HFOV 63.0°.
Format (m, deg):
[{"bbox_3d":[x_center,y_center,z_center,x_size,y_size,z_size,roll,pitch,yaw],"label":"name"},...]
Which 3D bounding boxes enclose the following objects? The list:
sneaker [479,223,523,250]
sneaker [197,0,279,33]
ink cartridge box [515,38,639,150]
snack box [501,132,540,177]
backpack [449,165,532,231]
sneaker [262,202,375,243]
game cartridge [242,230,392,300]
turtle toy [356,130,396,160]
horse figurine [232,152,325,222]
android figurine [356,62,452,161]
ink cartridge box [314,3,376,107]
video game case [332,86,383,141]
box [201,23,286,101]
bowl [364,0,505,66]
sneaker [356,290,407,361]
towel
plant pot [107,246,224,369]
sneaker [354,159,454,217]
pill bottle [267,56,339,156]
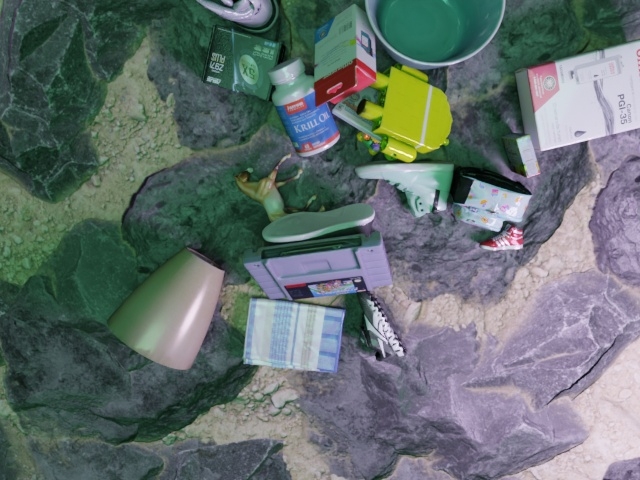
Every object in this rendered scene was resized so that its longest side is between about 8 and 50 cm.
[{"bbox_3d":[0.487,-0.009,1.409,0.119,0.042,0.067,-3,107,-3],"label":"sneaker"},{"bbox_3d":[-0.274,-0.632,1.234,0.366,0.210,0.137,31,103,-3],"label":"sneaker"},{"bbox_3d":[0.648,-0.354,1.280,0.283,0.117,0.207,-13,101,7],"label":"ink cartridge box"},{"bbox_3d":[0.500,-0.217,1.310,0.037,0.141,0.100,-18,101,8],"label":"snack box"},{"bbox_3d":[0.429,-0.103,1.328,0.189,0.166,0.144,10,105,5],"label":"backpack"},{"bbox_3d":[0.000,0.000,1.381,0.296,0.104,0.146,-10,130,-6],"label":"sneaker"},{"bbox_3d":[0.002,0.078,1.377,0.355,0.068,0.230,-8,144,11],"label":"game cartridge"},{"bbox_3d":[0.160,-0.264,1.362,0.095,0.066,0.130,-40,97,12],"label":"turtle toy"},{"bbox_3d":[-0.101,-0.108,1.418,0.175,0.066,0.263,-32,96,5],"label":"horse figurine"},{"bbox_3d":[0.219,-0.318,1.296,0.273,0.056,0.248,16,76,-25],"label":"android figurine"},{"bbox_3d":[0.058,-0.423,1.244,0.134,0.078,0.230,-18,63,41],"label":"ink cartridge box"},{"bbox_3d":[0.131,-0.336,1.326,0.157,0.019,0.143,32,68,3],"label":"video game case"},{"bbox_3d":[-0.196,-0.452,1.338,0.180,0.077,0.147,17,104,0],"label":"box"},{"bbox_3d":[0.249,-0.530,1.224,0.312,0.163,0.311,0,87,-2],"label":"bowl"},{"bbox_3d":[0.147,0.248,1.474,0.106,0.078,0.234,-29,101,7],"label":"sneaker"},{"bbox_3d":[-0.080,0.277,1.521,0.285,0.034,0.209,7,101,1],"label":"towel"},{"bbox_3d":[-0.391,0.164,1.427,0.257,0.256,0.274,32,88,-4],"label":"plant pot"},{"bbox_3d":[0.216,-0.133,1.375,0.256,0.094,0.151,3,106,5],"label":"sneaker"},{"bbox_3d":[-0.047,-0.334,1.305,0.124,0.124,0.221,-23,116,9],"label":"pill bottle"}]
